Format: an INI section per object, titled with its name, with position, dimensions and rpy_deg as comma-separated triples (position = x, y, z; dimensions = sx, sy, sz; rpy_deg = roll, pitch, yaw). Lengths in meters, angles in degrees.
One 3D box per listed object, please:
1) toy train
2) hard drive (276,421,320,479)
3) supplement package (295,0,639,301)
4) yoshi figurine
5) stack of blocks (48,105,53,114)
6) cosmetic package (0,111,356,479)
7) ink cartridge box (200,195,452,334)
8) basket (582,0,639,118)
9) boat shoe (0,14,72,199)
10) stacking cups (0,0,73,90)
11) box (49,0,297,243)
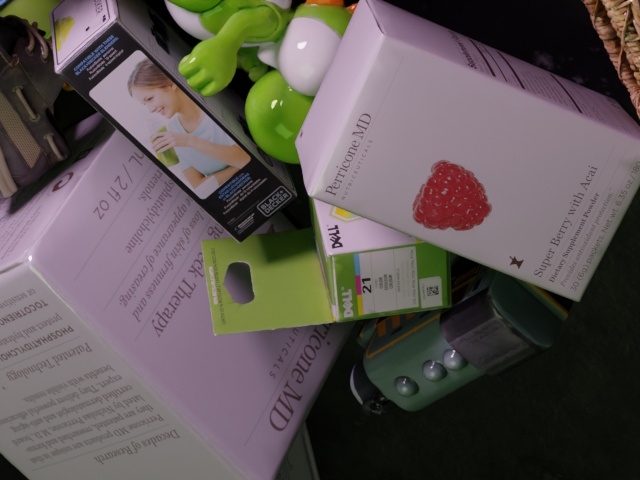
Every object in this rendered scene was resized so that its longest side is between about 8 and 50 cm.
[toy train]
position = 0.158, 0.084, 1.966
dimensions = 0.142, 0.190, 0.334
rpy_deg = 43, 137, -14
[hard drive]
position = -0.083, 0.393, 2.319
dimensions = 0.040, 0.307, 0.203
rpy_deg = 9, 135, 23
[supplement package]
position = 0.145, -0.092, 1.717
dimensions = 0.293, 0.175, 0.177
rpy_deg = 21, 108, -12
[yoshi figurine]
position = -0.087, -0.204, 1.833
dimensions = 0.362, 0.203, 0.203
rpy_deg = 35, 154, -10
[stack of blocks]
position = -0.443, -0.221, 1.996
dimensions = 0.171, 0.087, 0.297
rpy_deg = -42, 116, 14
[cosmetic package]
position = -0.230, 0.093, 2.087
dimensions = 0.327, 0.329, 0.393
rpy_deg = -23, 118, 43
[ink cartridge box]
position = 0.000, 0.000, 1.892
dimensions = 0.255, 0.188, 0.097
rpy_deg = -8, 126, -4
[basket]
position = 0.299, -0.206, 1.582
dimensions = 0.223, 0.213, 0.299
rpy_deg = -9, 126, 35
[boat shoe]
position = -0.345, -0.190, 1.878
dimensions = 0.132, 0.130, 0.355
rpy_deg = 60, 166, 30
[stacking cups]
position = -0.365, -0.298, 1.925
dimensions = 0.316, 0.096, 0.096
rpy_deg = 41, 138, -23
[box]
position = -0.160, -0.148, 1.891
dimensions = 0.087, 0.169, 0.290
rpy_deg = -39, 120, 12
